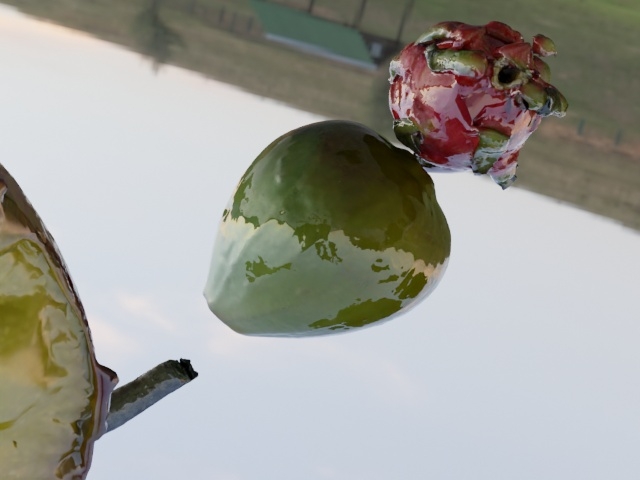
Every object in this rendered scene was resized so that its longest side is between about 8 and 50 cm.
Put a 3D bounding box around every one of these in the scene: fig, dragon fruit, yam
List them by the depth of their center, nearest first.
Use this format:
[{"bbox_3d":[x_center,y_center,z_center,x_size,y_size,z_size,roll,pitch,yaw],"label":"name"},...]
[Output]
[{"bbox_3d":[-0.147,0.115,0.943,0.033,0.129,0.027,58,175,12],"label":"yam"},{"bbox_3d":[0.146,-0.128,1.258,0.166,0.160,0.172,48,172,-3],"label":"dragon fruit"},{"bbox_3d":[0.001,-0.009,1.274,0.230,0.207,0.207,-17,178,24],"label":"fig"}]

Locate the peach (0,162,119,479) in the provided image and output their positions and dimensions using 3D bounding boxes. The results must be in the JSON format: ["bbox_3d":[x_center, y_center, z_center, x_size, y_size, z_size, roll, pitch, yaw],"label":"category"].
[{"bbox_3d":[-0.237,0.066,0.658,0.281,0.281,0.338,10,151,-21],"label":"peach"}]
